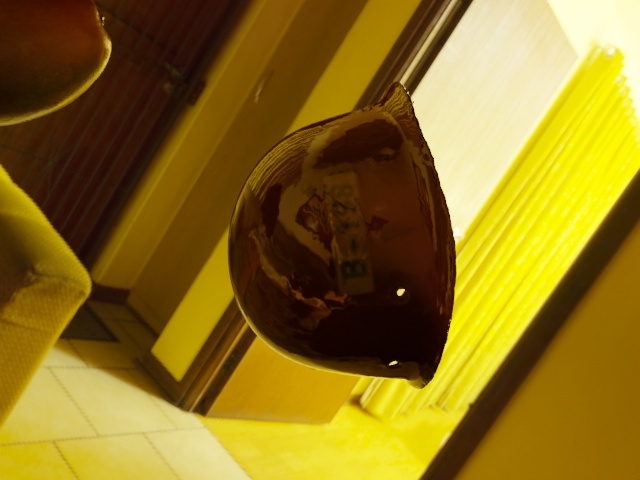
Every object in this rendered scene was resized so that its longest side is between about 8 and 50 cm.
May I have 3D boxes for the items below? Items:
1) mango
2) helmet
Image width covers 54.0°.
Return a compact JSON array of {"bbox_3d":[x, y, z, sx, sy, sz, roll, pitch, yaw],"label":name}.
[{"bbox_3d":[-0.352,-0.182,0.630,0.129,0.146,0.289,32,42,30],"label":"mango"},{"bbox_3d":[0.000,0.000,0.775,0.230,0.384,0.337,-6,-6,-8],"label":"helmet"}]
